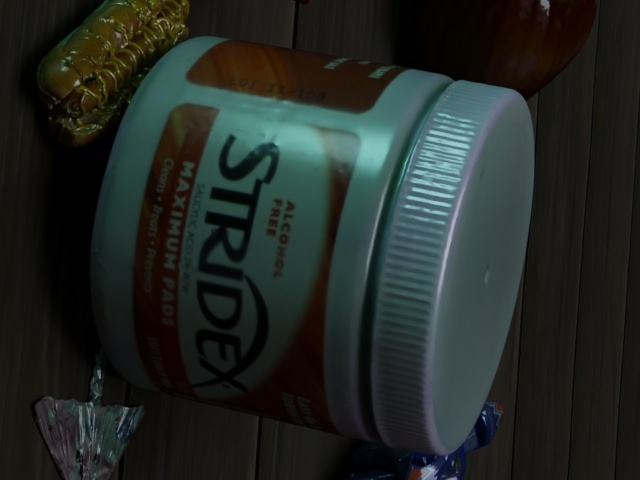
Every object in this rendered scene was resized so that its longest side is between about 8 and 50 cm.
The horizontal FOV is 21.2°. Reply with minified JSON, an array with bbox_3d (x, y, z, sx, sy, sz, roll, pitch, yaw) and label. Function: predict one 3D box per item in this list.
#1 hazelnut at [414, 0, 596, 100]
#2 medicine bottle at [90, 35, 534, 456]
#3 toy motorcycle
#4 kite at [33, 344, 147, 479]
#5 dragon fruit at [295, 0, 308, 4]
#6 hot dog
[{"bbox_3d":[0.167,-0.220,1.627,0.181,0.181,0.212,50,40,-13],"label":"hazelnut"},{"bbox_3d":[0.000,0.000,1.163,0.252,0.240,0.253,10,90,-73],"label":"medicine bottle"},{"bbox_3d":[0.086,0.195,1.529,0.205,0.114,0.076,-40,126,-55],"label":"toy motorcycle"},{"bbox_3d":[-0.154,0.114,1.166,0.139,0.011,0.157,21,73,-64],"label":"kite"},{"bbox_3d":[-0.016,-0.377,1.161,0.330,0.240,0.302,45,33,-64],"label":"dragon fruit"},{"bbox_3d":[-0.136,-0.124,1.145,0.165,0.045,0.071,-54,137,-47],"label":"hot dog"}]
